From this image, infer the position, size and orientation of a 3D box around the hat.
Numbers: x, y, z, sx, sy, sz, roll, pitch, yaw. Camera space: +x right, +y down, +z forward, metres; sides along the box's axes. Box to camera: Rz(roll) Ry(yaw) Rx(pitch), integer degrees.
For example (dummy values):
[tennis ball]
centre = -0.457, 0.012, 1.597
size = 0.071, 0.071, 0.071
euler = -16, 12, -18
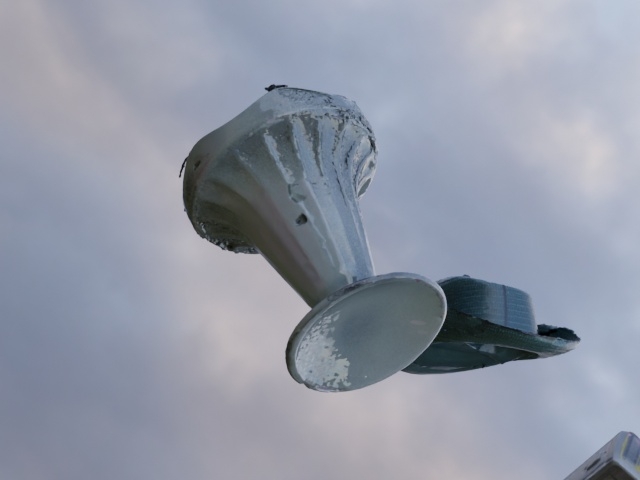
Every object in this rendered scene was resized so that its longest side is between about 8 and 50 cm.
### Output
[hat]
centre = 0.132, 0.066, 1.627
size = 0.191, 0.138, 0.078
euler = -15, -110, 49

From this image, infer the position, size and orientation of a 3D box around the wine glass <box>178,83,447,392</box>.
[wine glass]
centre = 0.000, 0.000, 1.439
size = 0.165, 0.165, 0.196
euler = 89, -23, -49

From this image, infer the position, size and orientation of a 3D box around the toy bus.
[toy bus]
centre = 0.273, 0.323, 2.086
size = 0.106, 0.092, 0.268
euler = 42, -60, -4
